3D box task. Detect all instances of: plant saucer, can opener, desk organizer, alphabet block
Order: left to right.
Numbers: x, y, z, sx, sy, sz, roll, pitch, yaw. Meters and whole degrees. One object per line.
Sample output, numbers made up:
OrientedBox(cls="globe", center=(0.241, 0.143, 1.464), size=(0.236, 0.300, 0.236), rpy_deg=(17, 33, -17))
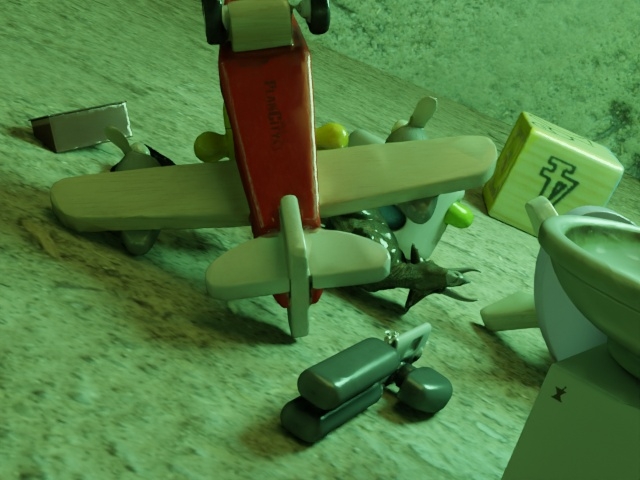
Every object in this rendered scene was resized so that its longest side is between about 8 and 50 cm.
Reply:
OrientedBox(cls="desk organizer", center=(-0.315, -0.149, 1.526), size=(0.047, 0.050, 0.130), rpy_deg=(-5, 10, 43))
OrientedBox(cls="can opener", center=(0.059, 0.139, 1.138), size=(0.093, 0.074, 0.280), rpy_deg=(33, 19, 23))
OrientedBox(cls="alphabet block", center=(0.448, -0.116, 2.248), size=(0.197, 0.194, 0.192), rpy_deg=(24, 15, -3))
OrientedBox(cls="plant saucer", center=(0.377, 0.090, 1.040), size=(0.400, 0.101, 0.400), rpy_deg=(17, 14, -4))

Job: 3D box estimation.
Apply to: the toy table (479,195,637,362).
OrientedBox(cls="toy table", center=(0.347, 0.068, 1.500), size=(0.252, 0.274, 0.161), rpy_deg=(-14, 18, -9))

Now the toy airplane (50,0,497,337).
OrientedBox(cls="toy airplane", center=(-0.047, -0.070, 1.306), size=(0.386, 0.384, 0.272), rpy_deg=(36, -19, 8))

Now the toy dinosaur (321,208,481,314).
OrientedBox(cls="toy dinosaur", center=(0.047, -0.003, 1.491), size=(0.160, 0.121, 0.313), rpy_deg=(17, 22, -50))

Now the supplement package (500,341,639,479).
OrientedBox(cls="supplement package", center=(0.307, 0.210, 1.082), size=(0.177, 0.175, 0.293), rpy_deg=(29, 17, 27))

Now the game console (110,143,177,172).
OrientedBox(cls="game console", center=(-0.199, -0.066, 1.509), size=(0.122, 0.071, 0.107), rpy_deg=(30, 47, 19))

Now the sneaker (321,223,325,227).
OrientedBox(cls="sneaker", center=(0.000, 0.000, 1.549), size=(0.083, 0.032, 0.037), rpy_deg=(34, 19, 30))

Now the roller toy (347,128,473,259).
OrientedBox(cls="roller toy", center=(0.096, -0.061, 1.671), size=(0.191, 0.146, 0.209), rpy_deg=(23, 8, -37))
